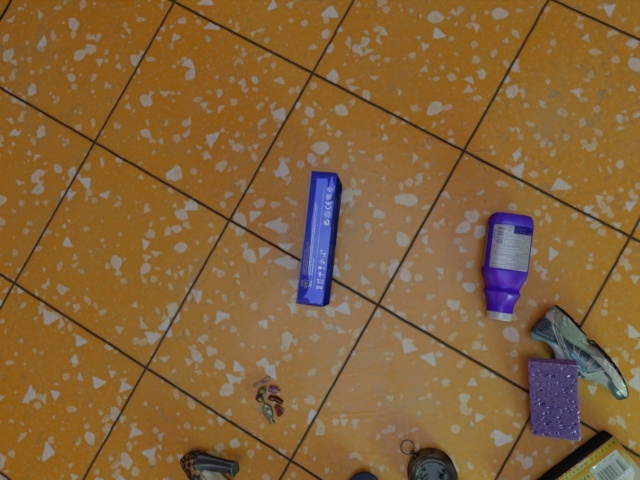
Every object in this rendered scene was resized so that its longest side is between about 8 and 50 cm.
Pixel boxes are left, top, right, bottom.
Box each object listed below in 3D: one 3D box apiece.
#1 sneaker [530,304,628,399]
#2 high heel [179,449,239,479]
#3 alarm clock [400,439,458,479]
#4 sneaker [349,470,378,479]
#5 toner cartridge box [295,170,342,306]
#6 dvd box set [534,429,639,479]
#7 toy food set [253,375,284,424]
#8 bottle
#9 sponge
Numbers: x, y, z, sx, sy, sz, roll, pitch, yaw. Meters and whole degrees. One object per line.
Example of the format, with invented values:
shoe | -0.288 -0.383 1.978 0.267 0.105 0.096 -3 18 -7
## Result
sneaker | 0.672 0.307 1.274 0.122 0.110 0.283 -44 80 19
high heel | -0.308 0.720 1.360 0.186 0.093 0.262 0 94 24
alarm clock | 0.286 0.615 1.301 0.129 0.064 0.192 -43 79 2
sneaker | 0.073 0.762 1.278 0.111 0.131 0.297 27 88 9
toner cartridge box | 0.000 0.000 1.325 0.075 0.165 0.349 6 86 7
dvd box set | 0.753 0.750 1.238 0.307 0.062 0.421 -39 83 2
toy food set | -0.142 0.452 1.378 0.077 0.019 0.122 -30 83 3
bottle | 0.494 0.070 1.301 0.118 0.092 0.283 7 87 7
sponge | 0.602 0.408 1.254 0.117 0.031 0.210 -2 101 25
